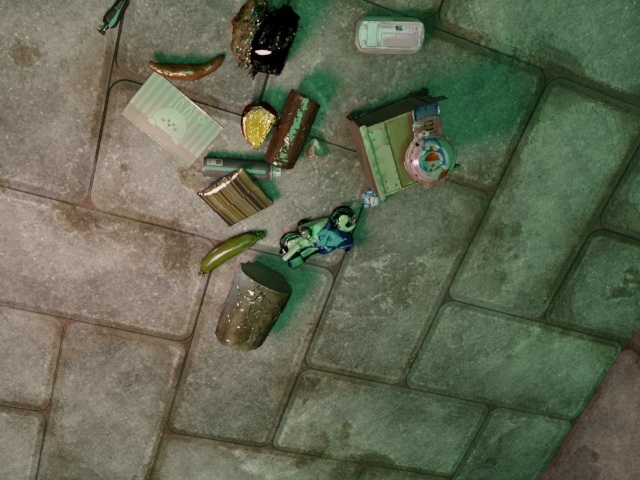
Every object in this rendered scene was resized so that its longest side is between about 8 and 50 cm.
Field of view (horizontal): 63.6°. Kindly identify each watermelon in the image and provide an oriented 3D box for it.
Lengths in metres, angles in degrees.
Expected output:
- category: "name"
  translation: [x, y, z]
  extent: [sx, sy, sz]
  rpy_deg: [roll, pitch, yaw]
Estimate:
- category: "watermelon"
  translation: [-0.023, -0.333, 1.908]
  extent: [0.085, 0.061, 0.085]
  rpy_deg: [-3, 123, -5]

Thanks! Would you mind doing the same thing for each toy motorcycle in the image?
- category: "toy motorcycle"
  translation: [0.000, 0.000, 2.029]
  extent: [0.332, 0.125, 0.196]
  rpy_deg: [-27, 113, 0]

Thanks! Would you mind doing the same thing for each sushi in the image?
- category: "sushi"
  translation: [-0.188, -0.662, 1.665]
  extent: [0.219, 0.225, 0.238]
  rpy_deg: [25, 75, -8]

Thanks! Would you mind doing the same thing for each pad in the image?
- category: "pad"
  translation: [-0.523, -0.425, 1.832]
  extent: [0.300, 0.005, 0.202]
  rpy_deg: [40, 103, -21]

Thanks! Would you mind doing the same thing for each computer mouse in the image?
- category: "computer mouse"
  translation: [0.238, -0.708, 1.783]
  extent: [0.246, 0.056, 0.125]
  rpy_deg: [-2, 113, -6]

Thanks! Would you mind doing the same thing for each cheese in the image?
- category: "cheese"
  translation: [0.364, -0.312, 1.723]
  extent: [0.189, 0.074, 0.285]
  rpy_deg: [-14, 114, -7]

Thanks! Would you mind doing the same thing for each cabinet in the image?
- category: "cabinet"
  translation: [0.298, -0.353, 1.857]
  extent: [0.318, 0.227, 0.289]
  rpy_deg: [-21, 114, -1]

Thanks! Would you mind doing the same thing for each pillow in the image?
- category: "pillow"
  translation: [-0.314, -0.155, 1.919]
  extent: [0.212, 0.052, 0.208]
  rpy_deg: [-26, 135, 16]

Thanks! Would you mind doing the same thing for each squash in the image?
- category: "squash"
  translation: [-0.365, 0.041, 2.022]
  extent: [0.319, 0.080, 0.071]
  rpy_deg: [-31, 76, 5]

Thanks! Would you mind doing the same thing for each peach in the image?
- category: "peach"
  translation: [-0.217, -0.413, 1.833]
  extent: [0.127, 0.092, 0.172]
  rpy_deg: [4, 124, -4]

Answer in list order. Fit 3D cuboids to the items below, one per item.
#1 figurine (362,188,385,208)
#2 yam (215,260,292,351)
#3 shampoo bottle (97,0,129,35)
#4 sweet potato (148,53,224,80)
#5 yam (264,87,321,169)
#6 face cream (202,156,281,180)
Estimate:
- category: "figurine"
  translation: [0.214, -0.168, 2.002]
  extent: [0.115, 0.079, 0.114]
  rpy_deg: [-6, 140, -5]
- category: "yam"
  translation: [-0.270, 0.263, 2.046]
  extent: [0.241, 0.241, 0.348]
  rpy_deg: [20, 114, -15]
- category: "shampoo bottle"
  translation: [-0.670, -0.724, 1.670]
  extent: [0.048, 0.027, 0.137]
  rpy_deg: [41, 103, -8]
- category: "sweet potato"
  translation: [-0.447, -0.579, 1.749]
  extent: [0.256, 0.058, 0.078]
  rpy_deg: [-9, 94, -8]
- category: "yam"
  translation: [-0.098, -0.392, 1.842]
  extent: [0.131, 0.131, 0.279]
  rpy_deg: [19, 110, -15]
- category: "face cream"
  translation: [-0.288, -0.262, 1.897]
  extent: [0.284, 0.073, 0.073]
  rpy_deg: [3, 113, -9]
